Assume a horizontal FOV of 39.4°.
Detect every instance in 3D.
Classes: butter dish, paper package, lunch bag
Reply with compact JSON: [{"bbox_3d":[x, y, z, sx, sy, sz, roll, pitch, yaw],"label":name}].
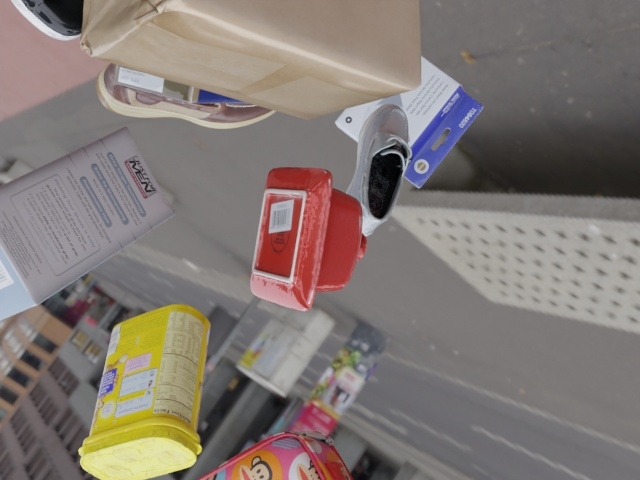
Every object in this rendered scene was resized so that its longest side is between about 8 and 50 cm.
[{"bbox_3d":[0.000,0.000,1.043,0.118,0.159,0.160,8,180,-30],"label":"butter dish"},{"bbox_3d":[-0.060,-0.308,0.914,0.325,0.309,0.168,10,167,-43],"label":"paper package"},{"bbox_3d":[-0.023,0.377,1.048,0.293,0.258,0.120,61,-170,23],"label":"lunch bag"}]

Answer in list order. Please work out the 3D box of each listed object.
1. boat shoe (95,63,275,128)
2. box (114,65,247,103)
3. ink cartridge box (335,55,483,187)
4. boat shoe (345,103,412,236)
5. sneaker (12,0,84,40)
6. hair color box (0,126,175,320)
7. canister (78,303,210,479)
[{"bbox_3d":[-0.197,-0.271,1.510,0.342,0.123,0.123,0,161,-31],"label":"boat shoe"},{"bbox_3d":[-0.160,-0.220,1.262,0.136,0.036,0.225,17,-166,29],"label":"box"},{"bbox_3d":[0.182,-0.260,1.842,0.224,0.223,0.045,38,-175,7],"label":"ink cartridge box"},{"bbox_3d":[0.094,-0.107,1.270,0.079,0.227,0.081,31,150,-23],"label":"boat shoe"},{"bbox_3d":[-0.293,-0.321,0.939,0.121,0.079,0.216,-2,119,50],"label":"sneaker"},{"bbox_3d":[-0.428,-0.039,1.504,0.114,0.374,0.185,-21,102,35],"label":"hair color box"},{"bbox_3d":[-0.184,0.162,0.967,0.126,0.169,0.073,-20,134,23],"label":"canister"}]
